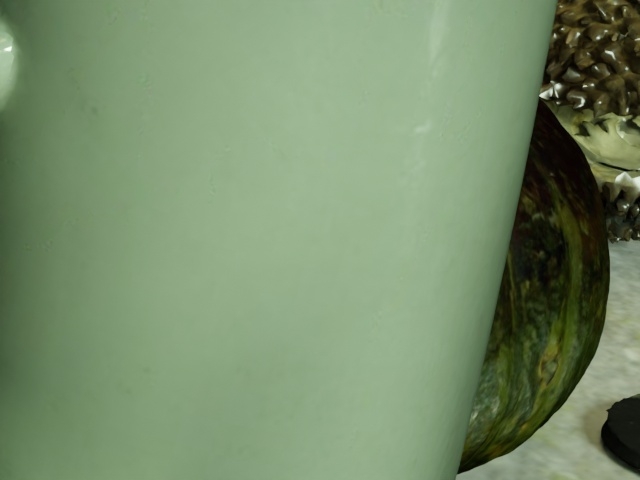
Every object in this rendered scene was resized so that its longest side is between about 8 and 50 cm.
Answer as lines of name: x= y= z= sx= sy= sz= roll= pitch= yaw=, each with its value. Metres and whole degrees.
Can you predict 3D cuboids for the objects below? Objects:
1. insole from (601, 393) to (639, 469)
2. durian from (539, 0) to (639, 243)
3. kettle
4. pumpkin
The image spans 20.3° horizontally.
insole: x=0.261 y=0.110 z=0.699 sx=0.309 sy=0.012 sz=0.110 roll=13 pitch=19 yaw=15
durian: x=0.140 y=-0.089 z=0.964 sx=0.196 sy=0.196 sz=0.167 roll=8 pitch=21 yaw=4
kettle: x=-0.055 y=0.017 z=0.478 sx=0.240 sy=0.255 sz=0.165 roll=-8 pitch=26 yaw=-42
pumpkin: x=0.001 y=-0.002 z=0.707 sx=0.238 sy=0.159 sz=0.238 roll=3 pitch=23 yaw=-1
